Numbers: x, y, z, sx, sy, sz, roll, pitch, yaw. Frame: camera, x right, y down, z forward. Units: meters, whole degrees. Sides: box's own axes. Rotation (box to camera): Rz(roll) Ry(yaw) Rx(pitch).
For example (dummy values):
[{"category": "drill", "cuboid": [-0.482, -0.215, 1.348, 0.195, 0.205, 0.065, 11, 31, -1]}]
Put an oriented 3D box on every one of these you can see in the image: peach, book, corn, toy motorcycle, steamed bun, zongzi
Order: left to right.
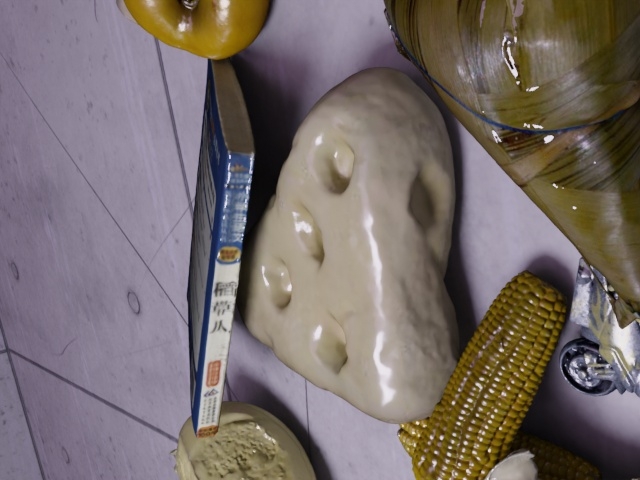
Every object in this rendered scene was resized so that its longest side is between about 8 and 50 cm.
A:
[{"category": "peach", "cuboid": [-0.143, -0.301, 0.743, 0.179, 0.103, 0.179, 3, 130, 4]}, {"category": "book", "cuboid": [-0.144, 0.005, 0.841, 0.300, 0.039, 0.428, -109, 26, -52]}, {"category": "steamed bun", "cuboid": [-0.108, 0.377, 0.969, 0.273, 0.166, 0.232, 46, 147, 33]}, {"category": "corn", "cuboid": [0.175, 0.225, 0.656, 0.238, 0.080, 0.080, 12, 113, 47]}, {"category": "corn", "cuboid": [0.160, 0.141, 0.591, 0.080, 0.080, 0.231, 30, 97, 37]}, {"category": "zongzi", "cuboid": [0.156, -0.104, 0.511, 0.289, 0.122, 0.260, 66, 174, -29]}, {"category": "toy motorcycle", "cuboid": [0.264, 0.059, 0.505, 0.124, 0.061, 0.194, 25, 122, 37]}]

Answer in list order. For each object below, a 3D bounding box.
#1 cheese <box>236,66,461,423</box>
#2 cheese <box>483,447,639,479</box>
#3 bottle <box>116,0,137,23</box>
[{"category": "cheese", "cuboid": [0.000, 0.000, 0.722, 0.328, 0.129, 0.351, 5, 105, 51]}, {"category": "cheese", "cuboid": [0.251, 0.279, 0.501, 0.265, 0.127, 0.233, -22, 105, 27]}, {"category": "bottle", "cuboid": [-0.194, -0.386, 0.813, 0.110, 0.097, 0.209, -86, 20, -46]}]
